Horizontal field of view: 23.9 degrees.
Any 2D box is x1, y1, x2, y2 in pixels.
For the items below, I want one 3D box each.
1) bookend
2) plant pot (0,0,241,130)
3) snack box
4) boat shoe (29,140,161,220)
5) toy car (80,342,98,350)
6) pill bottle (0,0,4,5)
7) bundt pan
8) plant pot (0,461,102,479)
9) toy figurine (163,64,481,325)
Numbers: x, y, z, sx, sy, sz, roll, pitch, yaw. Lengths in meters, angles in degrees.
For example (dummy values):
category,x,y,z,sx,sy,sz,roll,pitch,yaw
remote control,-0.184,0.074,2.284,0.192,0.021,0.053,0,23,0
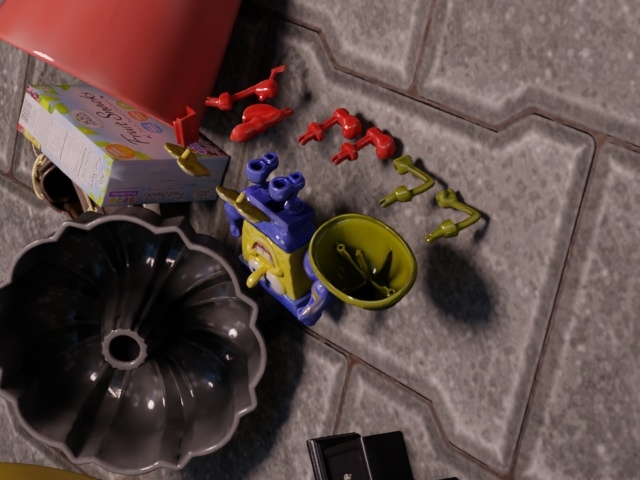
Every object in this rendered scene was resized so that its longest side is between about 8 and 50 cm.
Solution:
category,x,y,z,sx,sy,sz,roll,pitch,yaw
bookend,0.077,0.268,1.598,0.157,0.072,0.156,-25,74,45
plant pot,-0.209,-0.284,1.741,0.275,0.275,0.243,29,91,43
snack box,-0.244,-0.120,1.851,0.207,0.174,0.070,38,121,40
boat shoe,-0.318,-0.082,1.964,0.324,0.097,0.116,41,139,47
toy car,-0.266,0.090,1.914,0.159,0.136,0.182,11,100,47
pill bottle,-0.390,-0.349,1.932,0.146,0.264,0.146,4,95,48
bundt pan,-0.220,0.104,1.778,0.124,0.331,0.331,-80,7,-69
plant pot,-0.362,0.425,1.998,0.212,0.187,0.212,56,129,30
toy figurine,0.000,0.000,1.661,0.362,0.191,0.217,37,149,32
